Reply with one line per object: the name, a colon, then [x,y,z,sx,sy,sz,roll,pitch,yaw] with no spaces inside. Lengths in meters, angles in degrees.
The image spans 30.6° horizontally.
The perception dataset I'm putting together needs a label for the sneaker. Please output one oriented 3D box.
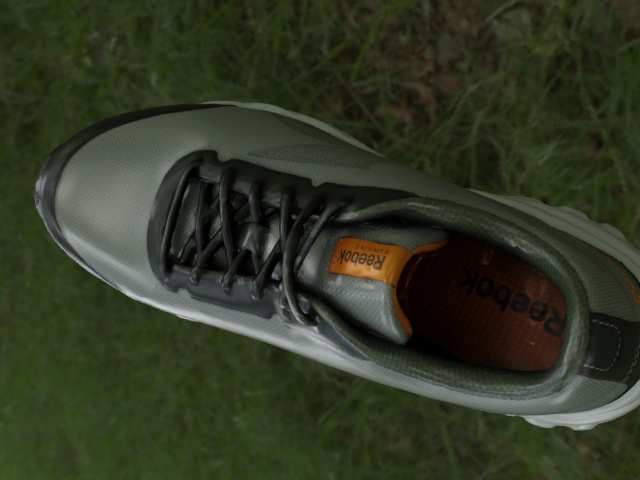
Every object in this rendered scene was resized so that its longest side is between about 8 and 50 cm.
sneaker: [0.000,0.000,0.458,0.272,0.100,0.108,15,-179,21]
